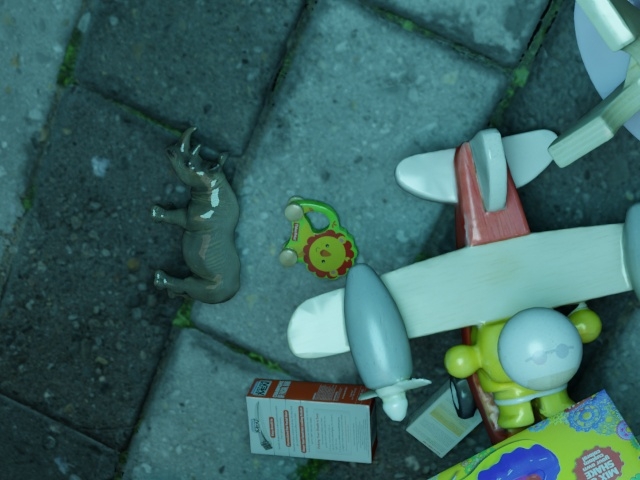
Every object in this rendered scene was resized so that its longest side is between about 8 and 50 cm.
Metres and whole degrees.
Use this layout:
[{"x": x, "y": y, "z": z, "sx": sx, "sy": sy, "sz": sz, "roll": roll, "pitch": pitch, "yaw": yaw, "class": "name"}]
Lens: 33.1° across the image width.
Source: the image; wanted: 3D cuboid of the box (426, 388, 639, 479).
[{"x": 0.247, "y": 0.359, "z": 1.137, "sx": 0.290, "sy": 0.177, "sz": 0.279, "roll": -28, "pitch": 127, "yaw": 5, "class": "box"}]

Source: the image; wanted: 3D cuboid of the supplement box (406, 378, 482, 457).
[{"x": 0.167, "y": 0.227, "z": 1.400, "sx": 0.062, "sy": 0.036, "sz": 0.098, "roll": 40, "pitch": 116, "yaw": -5, "class": "supplement box"}]

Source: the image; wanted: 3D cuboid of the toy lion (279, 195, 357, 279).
[{"x": 0.000, "y": 0.000, "z": 1.349, "sx": 0.096, "sy": 0.034, "sz": 0.100, "roll": 8, "pitch": 114, "yaw": 3, "class": "toy lion"}]

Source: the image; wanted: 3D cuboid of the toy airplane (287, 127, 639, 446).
[{"x": 0.214, "y": 0.062, "z": 1.184, "sx": 0.384, "sy": 0.272, "sz": 0.386, "roll": 33, "pitch": 99, "yaw": -13, "class": "toy airplane"}]

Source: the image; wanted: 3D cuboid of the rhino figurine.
[{"x": -0.151, "y": -0.027, "z": 1.349, "sx": 0.106, "sy": 0.073, "sz": 0.243, "roll": 7, "pitch": 113, "yaw": 15, "class": "rhino figurine"}]

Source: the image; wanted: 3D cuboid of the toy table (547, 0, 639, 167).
[{"x": 0.358, "y": -0.168, "z": 1.098, "sx": 0.274, "sy": 0.161, "sz": 0.252, "roll": 43, "pitch": 124, "yaw": 0, "class": "toy table"}]

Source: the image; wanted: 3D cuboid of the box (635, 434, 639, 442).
[{"x": 0.347, "y": 0.357, "z": 1.365, "sx": 0.311, "sy": 0.121, "sz": 0.148, "roll": -21, "pitch": 106, "yaw": 21, "class": "box"}]

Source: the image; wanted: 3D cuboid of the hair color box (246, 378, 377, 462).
[{"x": -0.011, "y": 0.240, "z": 1.440, "sx": 0.167, "sy": 0.053, "sz": 0.093, "roll": 2, "pitch": 114, "yaw": 11, "class": "hair color box"}]
